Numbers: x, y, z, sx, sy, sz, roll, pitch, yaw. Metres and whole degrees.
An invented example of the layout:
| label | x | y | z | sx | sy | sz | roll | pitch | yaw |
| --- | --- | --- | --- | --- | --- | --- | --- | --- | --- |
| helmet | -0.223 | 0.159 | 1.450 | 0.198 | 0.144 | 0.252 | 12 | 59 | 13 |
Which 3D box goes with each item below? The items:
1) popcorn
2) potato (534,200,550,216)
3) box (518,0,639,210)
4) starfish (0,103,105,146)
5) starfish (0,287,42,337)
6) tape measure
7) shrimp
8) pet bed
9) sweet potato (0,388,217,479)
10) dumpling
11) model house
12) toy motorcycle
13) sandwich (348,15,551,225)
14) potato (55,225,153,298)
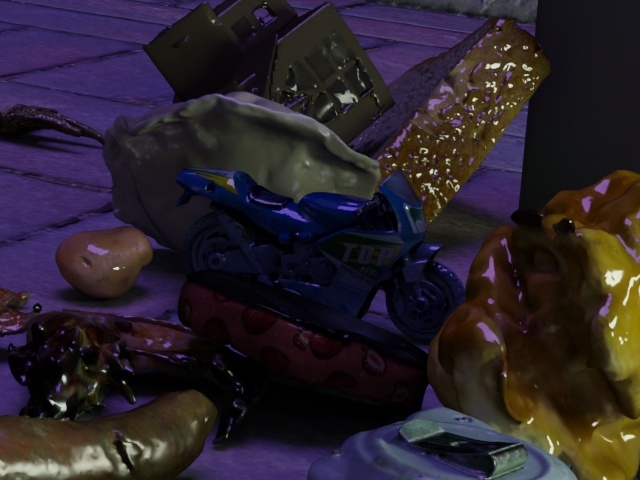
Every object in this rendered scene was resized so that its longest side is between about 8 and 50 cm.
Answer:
| label | x | y | z | sx | sy | sz | roll | pitch | yaw |
| --- | --- | --- | --- | --- | --- | --- | --- | --- | --- |
| popcorn | 0.175 | 0.059 | 1.299 | 0.254 | 0.191 | 0.190 | -20 | 13 | -42 |
| potato | 0.265 | 0.009 | 1.749 | 0.164 | 0.081 | 0.200 | -3 | 19 | -33 |
| box | 0.361 | -0.154 | 1.883 | 0.177 | 0.343 | 0.352 | -5 | 17 | -32 |
| starfish | -0.345 | -0.143 | 2.173 | 0.223 | 0.050 | 0.217 | 24 | 14 | 21 |
| starfish | -0.321 | 0.056 | 1.397 | 0.231 | 0.048 | 0.295 | 8 | 12 | 6 |
| tape measure | 0.026 | 0.159 | 1.044 | 0.164 | 0.084 | 0.330 | 10 | 12 | 33 |
| shrimp | -0.120 | 0.094 | 1.304 | 0.178 | 0.075 | 0.289 | 7 | 1 | -3 |
| pet bed | -0.012 | 0.068 | 1.357 | 0.201 | 0.053 | 0.201 | 20 | -1 | 0 |
| sweet potato | -0.161 | 0.130 | 1.116 | 0.273 | 0.075 | 0.075 | -3 | 16 | -44 |
| dumpling | -0.076 | -0.064 | 1.660 | 0.258 | 0.193 | 0.147 | -2 | 51 | 19 |
| model house | -0.097 | -0.119 | 1.868 | 0.243 | 0.204 | 0.211 | -42 | 11 | -32 |
| toy motorcycle | 0.000 | 0.000 | 1.556 | 0.254 | 0.135 | 0.092 | 10 | 15 | 17 |
| sandwich | 0.086 | -0.080 | 1.919 | 0.288 | 0.099 | 0.254 | -51 | 12 | -32 |
| potato | -0.177 | 0.016 | 1.582 | 0.068 | 0.062 | 0.083 | 40 | 59 | 19 |
